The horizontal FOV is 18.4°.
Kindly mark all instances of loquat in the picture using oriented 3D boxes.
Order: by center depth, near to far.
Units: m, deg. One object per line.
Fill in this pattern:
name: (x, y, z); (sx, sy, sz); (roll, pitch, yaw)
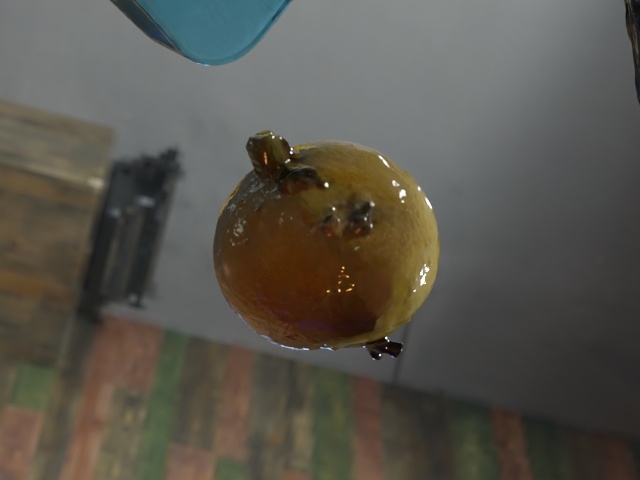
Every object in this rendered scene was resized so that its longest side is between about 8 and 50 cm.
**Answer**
loquat: (0.000, 0.000, 1.492); (0.204, 0.172, 0.149); (61, 27, -32)

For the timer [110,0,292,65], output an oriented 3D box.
timer: (-0.066, -0.238, 0.961); (0.091, 0.250, 0.232); (25, -107, 47)

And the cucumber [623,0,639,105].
cucumber: (0.118, -0.045, 0.584); (0.058, 0.052, 0.215); (-1, 77, -67)
